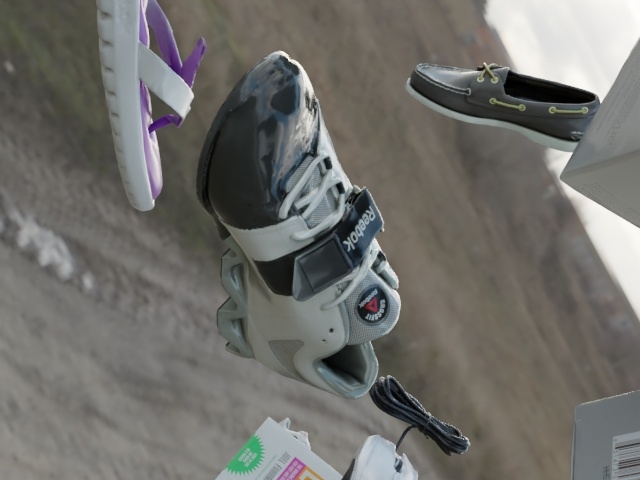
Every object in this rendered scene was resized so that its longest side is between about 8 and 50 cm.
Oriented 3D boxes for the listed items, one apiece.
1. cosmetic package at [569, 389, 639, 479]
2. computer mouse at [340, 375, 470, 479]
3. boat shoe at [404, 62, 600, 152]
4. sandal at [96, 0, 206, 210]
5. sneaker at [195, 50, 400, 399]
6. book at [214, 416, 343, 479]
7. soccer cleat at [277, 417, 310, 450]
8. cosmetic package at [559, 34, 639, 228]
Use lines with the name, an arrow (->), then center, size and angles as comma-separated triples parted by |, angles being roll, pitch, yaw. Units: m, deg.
cosmetic package -> 0.263, 0.203, 1.000 | 0.238, 0.107, 0.127 | 46, 39, -37
computer mouse -> 0.059, 0.205, 1.308 | 0.106, 0.042, 0.193 | 44, 46, -13
boat shoe -> 0.214, -0.172, 1.794 | 0.081, 0.227, 0.069 | -68, 174, -56
sandal -> -0.162, -0.180, 1.499 | 0.416, 0.102, 0.169 | 91, -8, -51
sneaker -> 0.000, 0.000, 1.137 | 0.146, 0.122, 0.330 | 29, -30, 24
book -> -0.023, 0.247, 1.438 | 0.144, 0.096, 0.035 | 37, -32, 7
soccer cleat -> -0.021, 0.226, 1.652 | 0.083, 0.035, 0.029 | 41, -10, 27
cosmetic package -> 0.310, -0.061, 0.993 | 0.217, 0.156, 0.385 | 30, -2, -3
